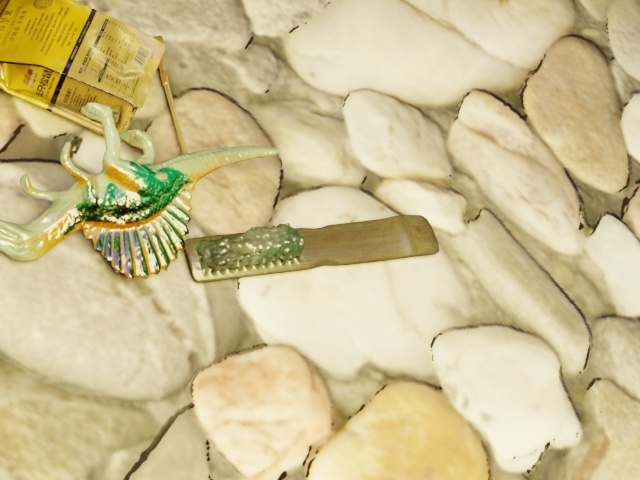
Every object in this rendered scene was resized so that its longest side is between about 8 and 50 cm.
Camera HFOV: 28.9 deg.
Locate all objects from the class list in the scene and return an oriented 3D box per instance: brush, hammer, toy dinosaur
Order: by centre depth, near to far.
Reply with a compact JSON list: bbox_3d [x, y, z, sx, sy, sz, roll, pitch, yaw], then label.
[{"bbox_3d":[-0.115,-0.025,0.797,0.187,0.044,0.106,10,68,-28],"label":"toy dinosaur"},{"bbox_3d":[0.000,0.000,0.843,0.190,0.027,0.034,-5,61,-28],"label":"brush"},{"bbox_3d":[-0.104,-0.095,0.868,0.029,0.014,0.123,-5,59,-22],"label":"hammer"}]

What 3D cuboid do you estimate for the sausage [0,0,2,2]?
[{"bbox_3d":[-0.324,-0.140,0.746,0.330,0.102,0.102,-27,73,-34],"label":"sausage"}]

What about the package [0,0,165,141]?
[{"bbox_3d":[-0.176,-0.124,0.832,0.131,0.047,0.071,24,53,-9],"label":"package"}]
